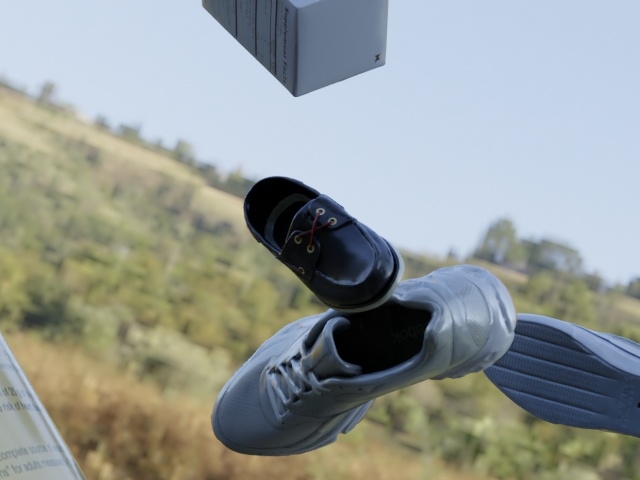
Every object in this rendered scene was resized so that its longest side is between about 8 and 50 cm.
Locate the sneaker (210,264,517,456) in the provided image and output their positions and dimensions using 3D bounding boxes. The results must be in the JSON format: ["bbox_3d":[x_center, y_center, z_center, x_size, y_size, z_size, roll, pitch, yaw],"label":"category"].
[{"bbox_3d":[0.008,0.087,1.457,0.262,0.099,0.121,-30,-16,28],"label":"sneaker"}]

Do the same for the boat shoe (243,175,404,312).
[{"bbox_3d":[-0.001,0.001,1.090,0.042,0.049,0.133,41,-3,-35],"label":"boat shoe"}]

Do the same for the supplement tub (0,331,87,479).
[{"bbox_3d":[-0.210,0.068,0.593,0.331,0.241,0.241,58,-5,11],"label":"supplement tub"}]

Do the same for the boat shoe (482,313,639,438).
[{"bbox_3d":[0.239,0.121,1.640,0.226,0.083,0.076,24,14,23],"label":"boat shoe"}]

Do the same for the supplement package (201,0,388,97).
[{"bbox_3d":[-0.026,-0.234,1.874,0.179,0.105,0.105,46,-34,39],"label":"supplement package"}]
